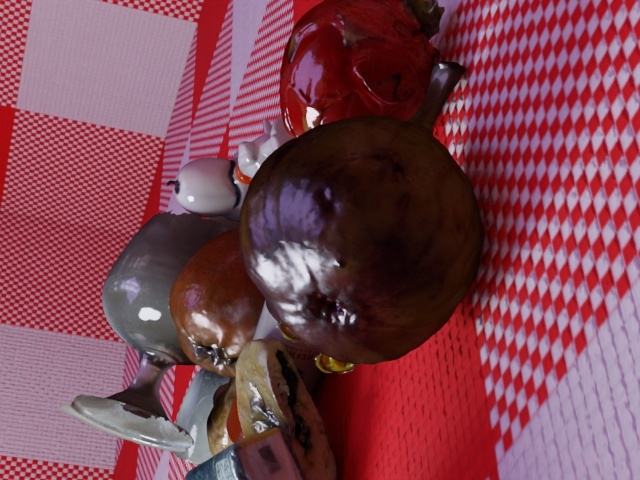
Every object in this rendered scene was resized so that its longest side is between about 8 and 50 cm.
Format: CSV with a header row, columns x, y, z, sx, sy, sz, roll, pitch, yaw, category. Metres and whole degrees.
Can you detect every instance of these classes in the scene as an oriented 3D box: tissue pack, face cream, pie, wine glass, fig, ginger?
x,y,z,sx,sy,sz,roll,pitch,yaw,category
-0.071,0.322,1.324,0.185,0.081,0.257,68,158,10,tissue pack
-0.048,0.165,1.463,0.096,0.096,0.214,-98,23,-53,face cream
-0.046,0.221,1.363,0.218,0.052,0.185,66,157,12,pie
-0.229,0.131,1.757,0.238,0.238,0.323,132,160,-65,wine glass
0.072,-0.050,1.062,0.321,0.217,0.217,-54,-3,-36,fig
-0.112,0.249,1.718,0.148,0.081,0.334,-68,9,-25,ginger
-0.199,0.196,2.024,0.264,0.096,0.310,-147,67,-69,wine glass

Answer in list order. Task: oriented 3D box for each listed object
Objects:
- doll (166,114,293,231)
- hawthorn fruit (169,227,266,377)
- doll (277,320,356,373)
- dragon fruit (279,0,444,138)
x,y,z,sx,sy,sz,roll,pitch,yaw,category
-0.084,-0.089,1.754,0.271,0.208,0.144,-22,74,34,doll
-0.097,0.061,1.594,0.199,0.199,0.251,122,172,-56,hawthorn fruit
0.020,0.023,1.282,0.143,0.135,0.221,-30,35,29,doll
0.039,-0.164,1.209,0.172,0.172,0.209,-152,81,-76,dragon fruit
